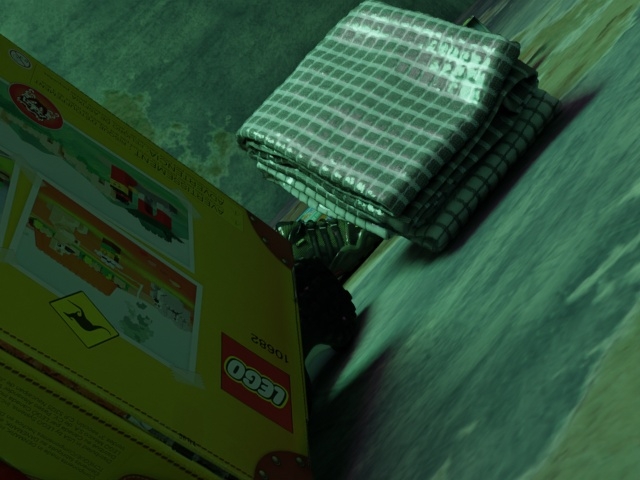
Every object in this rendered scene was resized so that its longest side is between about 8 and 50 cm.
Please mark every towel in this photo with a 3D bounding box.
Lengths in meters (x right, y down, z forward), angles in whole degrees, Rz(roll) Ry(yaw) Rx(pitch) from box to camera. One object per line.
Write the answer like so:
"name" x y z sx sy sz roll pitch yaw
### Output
"towel" 0.073 -0.131 1.235 0.235 0.121 0.284 -48 44 -16

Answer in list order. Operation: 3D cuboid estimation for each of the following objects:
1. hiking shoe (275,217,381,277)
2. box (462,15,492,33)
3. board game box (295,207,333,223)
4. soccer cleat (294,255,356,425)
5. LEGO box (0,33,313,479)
"hiking shoe" 0.000 0.000 1.534 0.227 0.114 0.086 -49 7 -23
"box" 0.176 -0.194 1.595 0.207 0.114 0.036 -46 6 8
"board game box" -0.012 -0.016 1.711 0.160 0.047 0.210 -46 4 -6
"soccer cleat" -0.051 0.120 1.141 0.116 0.108 0.318 -39 12 28
"LEGO box" -0.253 0.027 0.842 0.193 0.500 0.372 -45 25 21
